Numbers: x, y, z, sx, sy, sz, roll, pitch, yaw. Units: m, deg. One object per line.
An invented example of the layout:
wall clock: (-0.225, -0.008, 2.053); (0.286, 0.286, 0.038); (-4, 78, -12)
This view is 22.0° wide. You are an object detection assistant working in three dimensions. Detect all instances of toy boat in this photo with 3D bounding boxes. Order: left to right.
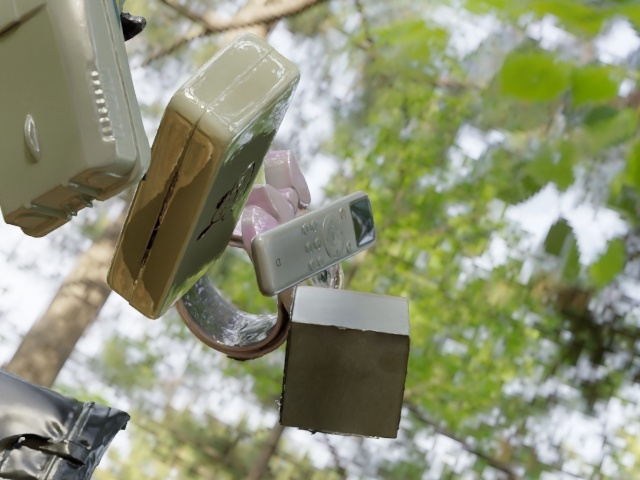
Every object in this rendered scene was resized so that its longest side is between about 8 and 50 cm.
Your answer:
toy boat: (-0.183, -0.140, 1.212); (0.141, 0.269, 0.141); (-4, -29, -2)

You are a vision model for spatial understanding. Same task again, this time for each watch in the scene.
watch: (-0.101, 0.035, 2.238); (0.217, 0.211, 0.248); (-17, -70, 24)

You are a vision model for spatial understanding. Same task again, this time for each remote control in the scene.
remote control: (0.000, 0.000, 1.787); (0.029, 0.261, 0.067); (-5, -80, 28)

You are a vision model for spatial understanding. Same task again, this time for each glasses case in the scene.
glasses case: (-0.116, -0.055, 1.577); (0.070, 0.131, 0.313); (37, -39, 8)

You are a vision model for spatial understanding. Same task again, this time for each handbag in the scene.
handbag: (-0.324, 0.234, 1.603); (0.211, 0.254, 0.089); (19, -35, 2)

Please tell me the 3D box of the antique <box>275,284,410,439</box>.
antique: (0.028, 0.143, 2.000); (0.152, 0.148, 0.147); (7, -68, 0)
